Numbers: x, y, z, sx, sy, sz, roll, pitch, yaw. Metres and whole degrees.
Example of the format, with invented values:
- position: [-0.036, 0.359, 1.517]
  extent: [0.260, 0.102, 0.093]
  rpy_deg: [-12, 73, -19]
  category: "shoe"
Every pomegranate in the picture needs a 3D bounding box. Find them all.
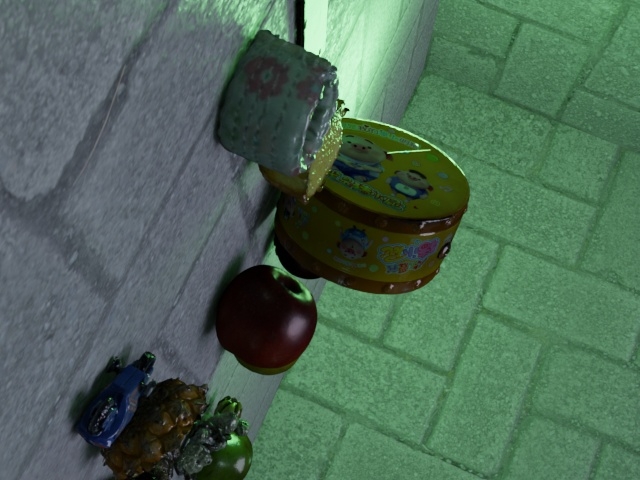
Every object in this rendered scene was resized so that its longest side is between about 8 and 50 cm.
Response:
- position: [-0.249, 0.541, 2.404]
  extent: [0.190, 0.159, 0.241]
  rpy_deg: [94, 15, -71]
  category: "pomegranate"

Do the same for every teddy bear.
- position: [-0.287, 0.490, 2.253]
  extent: [0.213, 0.111, 0.133]
  rpy_deg: [-42, 146, -9]
  category: "teddy bear"
- position: [-0.334, 0.468, 1.885]
  extent: [0.160, 0.077, 0.119]
  rpy_deg: [-87, 171, -58]
  category: "teddy bear"

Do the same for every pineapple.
- position: [-0.277, 0.296, 1.484]
  extent: [0.224, 0.076, 0.225]
  rpy_deg: [-38, -164, 13]
  category: "pineapple"

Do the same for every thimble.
- position: [-0.062, -0.214, 1.427]
  extent: [0.185, 0.149, 0.211]
  rpy_deg: [-55, 166, -50]
  category: "thimble"

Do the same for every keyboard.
- position: [-0.016, -0.404, 1.662]
  extent: [0.106, 0.027, 0.317]
  rpy_deg: [-61, 171, -19]
  category: "keyboard"

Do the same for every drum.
- position: [0.115, -0.084, 2.072]
  extent: [0.431, 0.431, 0.214]
  rpy_deg: [-57, 169, -55]
  category: "drum"

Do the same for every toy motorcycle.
- position: [-0.305, 0.245, 1.372]
  extent: [0.114, 0.076, 0.205]
  rpy_deg: [-60, 178, 23]
  category: "toy motorcycle"

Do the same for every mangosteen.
- position: [0.000, 0.000, 2.255]
  extent: [0.194, 0.230, 0.194]
  rpy_deg: [-5, 90, -84]
  category: "mangosteen"

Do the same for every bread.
- position: [-0.038, -0.187, 1.725]
  extent: [0.229, 0.139, 0.143]
  rpy_deg: [-60, 168, -49]
  category: "bread"

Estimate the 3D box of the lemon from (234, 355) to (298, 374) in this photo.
- position: [-0.131, 0.232, 2.208]
  extent: [0.248, 0.184, 0.184]
  rpy_deg: [71, 41, -64]
  category: "lemon"

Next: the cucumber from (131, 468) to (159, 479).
- position: [-0.363, 0.467, 1.658]
  extent: [0.300, 0.072, 0.072]
  rpy_deg: [39, 74, -81]
  category: "cucumber"

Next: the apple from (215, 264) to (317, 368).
- position: [-0.116, 0.164, 1.964]
  extent: [0.201, 0.218, 0.218]
  rpy_deg: [-61, 174, 11]
  category: "apple"
